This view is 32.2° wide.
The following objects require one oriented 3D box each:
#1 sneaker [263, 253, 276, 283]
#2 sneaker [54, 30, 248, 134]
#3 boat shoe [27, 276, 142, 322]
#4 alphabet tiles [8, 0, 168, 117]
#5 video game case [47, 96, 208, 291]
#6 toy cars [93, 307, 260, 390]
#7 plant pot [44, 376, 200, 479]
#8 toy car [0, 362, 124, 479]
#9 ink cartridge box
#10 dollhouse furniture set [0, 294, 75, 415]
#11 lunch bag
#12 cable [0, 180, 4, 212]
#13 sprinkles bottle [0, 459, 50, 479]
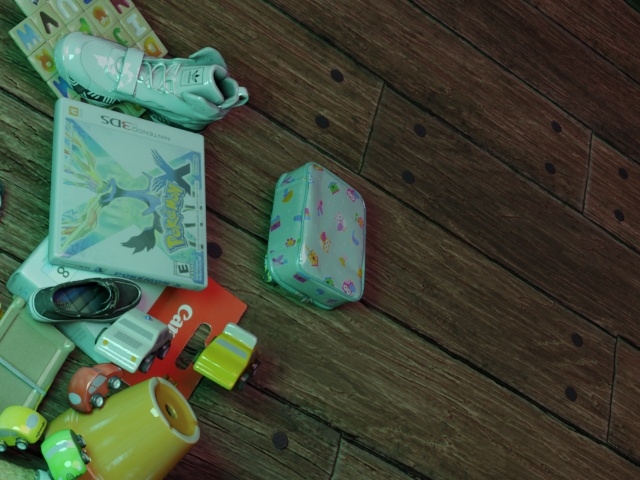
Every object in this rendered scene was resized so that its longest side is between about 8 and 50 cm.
[{"bbox_3d":[-0.095,0.054,2.267,0.035,0.031,0.083,34,53,-34],"label":"sneaker"},{"bbox_3d":[-0.317,-0.322,2.149,0.366,0.210,0.137,24,65,-37],"label":"sneaker"},{"bbox_3d":[-0.383,0.096,1.882,0.228,0.076,0.080,2,77,-48],"label":"boat shoe"},{"bbox_3d":[-0.450,-0.390,2.193,0.342,0.011,0.285,55,49,-20],"label":"alphabet tiles"},{"bbox_3d":[-0.347,-0.084,2.035,0.300,0.036,0.329,13,59,-31],"label":"video game case"},{"bbox_3d":[-0.231,0.176,1.942,0.394,0.087,0.176,18,15,-43],"label":"toy cars"},{"bbox_3d":[-0.306,0.324,1.799,0.205,0.188,0.205,51,11,-14],"label":"plant pot"},{"bbox_3d":[-0.402,0.286,1.701,0.239,0.225,0.053,-28,122,-6],"label":"toy car"},{"bbox_3d":[-0.329,0.089,2.035,0.385,0.091,0.308,40,49,-10],"label":"ink cartridge box"},{"bbox_3d":[-0.581,0.161,1.830,0.301,0.151,0.197,51,54,-36],"label":"dollhouse furniture set"},{"bbox_3d":[0.000,0.000,2.293,0.224,0.108,0.279,33,52,-41],"label":"lunch bag"},{"bbox_3d":[-0.640,-0.088,1.935,0.184,0.047,0.150,43,49,-10],"label":"cable"},{"bbox_3d":[-0.571,0.364,1.687,0.355,0.121,0.121,26,53,-22],"label":"sprinkles bottle"}]
